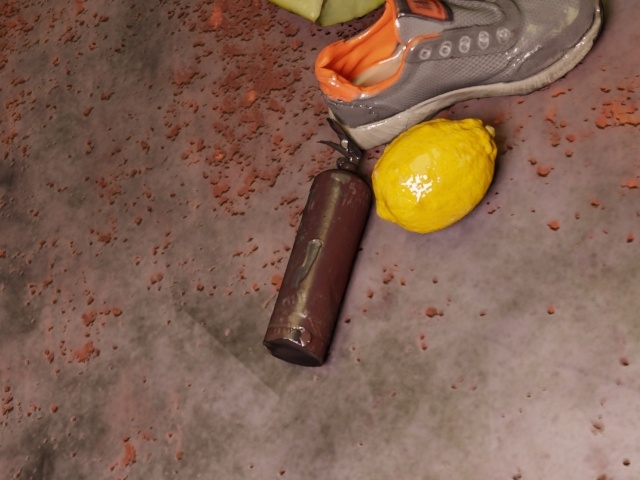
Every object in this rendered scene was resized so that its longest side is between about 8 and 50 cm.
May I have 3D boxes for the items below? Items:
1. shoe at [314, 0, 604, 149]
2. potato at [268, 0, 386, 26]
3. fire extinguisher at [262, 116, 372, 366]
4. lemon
[{"bbox_3d":[0.137,-0.230,1.607,0.336,0.171,0.132,-22,57,16],"label":"shoe"},{"bbox_3d":[0.027,-0.455,1.762,0.280,0.212,0.330,38,124,36],"label":"potato"},{"bbox_3d":[0.000,0.000,1.608,0.072,0.089,0.268,-8,59,51],"label":"fire extinguisher"},{"bbox_3d":[0.124,-0.073,1.569,0.155,0.114,0.114,-37,55,0],"label":"lemon"}]
